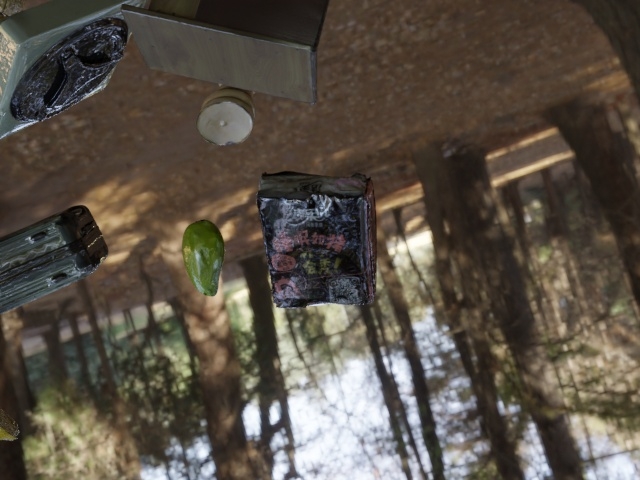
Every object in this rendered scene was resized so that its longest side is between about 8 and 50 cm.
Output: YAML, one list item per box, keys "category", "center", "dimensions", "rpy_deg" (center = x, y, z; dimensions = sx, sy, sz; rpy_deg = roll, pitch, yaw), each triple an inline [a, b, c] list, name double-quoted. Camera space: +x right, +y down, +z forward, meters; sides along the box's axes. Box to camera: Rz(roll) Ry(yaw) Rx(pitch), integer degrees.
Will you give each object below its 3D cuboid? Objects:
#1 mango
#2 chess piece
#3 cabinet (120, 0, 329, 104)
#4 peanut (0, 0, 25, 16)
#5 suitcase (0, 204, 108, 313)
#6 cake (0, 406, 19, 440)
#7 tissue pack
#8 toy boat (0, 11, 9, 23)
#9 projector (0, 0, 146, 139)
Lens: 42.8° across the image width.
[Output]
- category: "mango"
  center: [-0.238, 0.039, 1.656]
  dimensions: [0.091, 0.165, 0.074]
  rpy_deg: [11, -159, 37]
- category: "chess piece"
  center: [-0.172, -0.361, 1.790]
  dimensions: [0.124, 0.307, 0.139]
  rpy_deg: [12, 145, 3]
- category: "cabinet"
  center: [-0.090, -0.283, 0.952]
  dimensions: [0.215, 0.175, 0.148]
  rpy_deg: [13, 166, 3]
- category: "peanut"
  center: [-0.679, -0.562, 1.808]
  dimensions: [0.080, 0.174, 0.080]
  rpy_deg: [15, 155, 7]
- category: "suitcase"
  center: [-0.556, 0.048, 1.508]
  dimensions: [0.312, 0.128, 0.202]
  rpy_deg: [-24, -169, 0]
- category: "cake"
  center: [-0.714, 0.364, 1.664]
  dimensions: [0.116, 0.185, 0.080]
  rpy_deg: [-28, -145, -4]
- category: "tissue pack"
  center: [0.000, 0.000, 1.750]
  dimensions: [0.245, 0.332, 0.123]
  rpy_deg: [-1, -139, 7]
- category: "toy boat"
  center: [-0.763, -0.311, 1.594]
  dimensions: [0.445, 0.162, 0.136]
  rpy_deg: [-27, -168, -11]
- category: "projector"
  center: [-0.409, -0.284, 1.300]
  dimensions: [0.259, 0.079, 0.257]
  rpy_deg: [-41, 178, -42]
